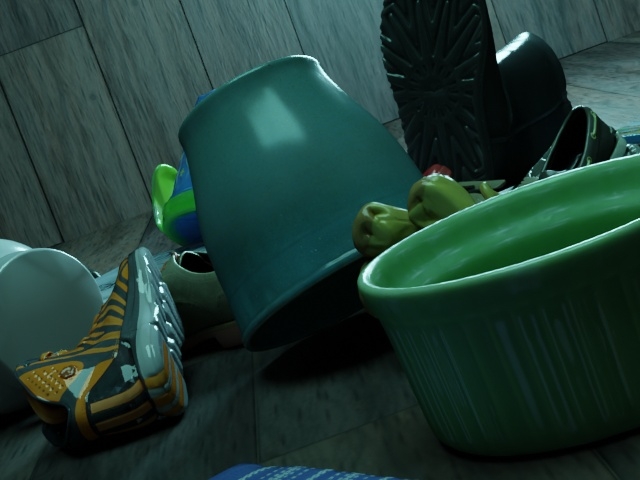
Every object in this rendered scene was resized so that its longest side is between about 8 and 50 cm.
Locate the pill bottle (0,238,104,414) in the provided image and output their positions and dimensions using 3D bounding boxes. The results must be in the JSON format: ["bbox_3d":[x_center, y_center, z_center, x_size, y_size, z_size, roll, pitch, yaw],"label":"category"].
[{"bbox_3d":[-0.469,0.121,1.910,0.408,0.229,0.229,-11,13,46],"label":"pill bottle"}]

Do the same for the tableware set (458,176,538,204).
[{"bbox_3d":[0.209,-0.020,1.730,0.194,0.039,0.128,0,40,48],"label":"tableware set"}]

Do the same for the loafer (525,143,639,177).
[{"bbox_3d":[0.331,-0.067,1.753,0.094,0.087,0.251,-48,18,-5],"label":"loafer"}]

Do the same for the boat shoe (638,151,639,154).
[{"bbox_3d":[0.422,-0.085,1.642,0.076,0.083,0.226,-13,10,32],"label":"boat shoe"}]

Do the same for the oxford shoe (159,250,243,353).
[{"bbox_3d":[-0.175,0.075,1.847,0.348,0.130,0.123,-15,10,29],"label":"oxford shoe"}]

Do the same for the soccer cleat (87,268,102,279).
[{"bbox_3d":[-0.470,0.140,2.335,0.289,0.093,0.121,-26,-20,-10],"label":"soccer cleat"}]

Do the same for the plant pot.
[{"bbox_3d":[-0.025,-0.053,1.608,0.272,0.255,0.271,-29,-13,-7],"label":"plant pot"}]

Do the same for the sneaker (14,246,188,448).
[{"bbox_3d":[-0.254,0.119,1.645,0.180,0.124,0.321,-21,23,3],"label":"sneaker"}]

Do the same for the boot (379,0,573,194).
[{"bbox_3d":[0.250,-0.250,2.077,0.146,0.367,0.445,3,15,29],"label":"boot"}]

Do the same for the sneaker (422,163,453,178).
[{"bbox_3d":[0.051,-0.035,1.772,0.221,0.128,0.087,-48,2,11],"label":"sneaker"}]

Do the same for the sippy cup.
[{"bbox_3d":[-0.122,-0.113,2.264,0.306,0.224,0.240,3,-20,2],"label":"sippy cup"}]

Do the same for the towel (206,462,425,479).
[{"bbox_3d":[-0.045,0.226,1.009,0.243,0.040,0.336,-25,12,-36],"label":"towel"}]

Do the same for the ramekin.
[{"bbox_3d":[0.194,0.048,1.143,0.303,0.148,0.303,-20,9,3],"label":"ramekin"}]

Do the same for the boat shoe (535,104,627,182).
[{"bbox_3d":[0.269,-0.056,1.612,0.081,0.069,0.227,-23,29,49],"label":"boat shoe"}]

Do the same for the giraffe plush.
[{"bbox_3d":[0.157,0.014,1.436,0.210,0.181,0.170,-6,7,27],"label":"giraffe plush"}]

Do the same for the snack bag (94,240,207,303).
[{"bbox_3d":[-0.273,0.068,2.138,0.323,0.037,0.342,-14,10,37],"label":"snack bag"}]

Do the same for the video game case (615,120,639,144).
[{"bbox_3d":[0.478,-0.159,2.088,0.119,0.015,0.166,-5,10,34],"label":"video game case"}]
